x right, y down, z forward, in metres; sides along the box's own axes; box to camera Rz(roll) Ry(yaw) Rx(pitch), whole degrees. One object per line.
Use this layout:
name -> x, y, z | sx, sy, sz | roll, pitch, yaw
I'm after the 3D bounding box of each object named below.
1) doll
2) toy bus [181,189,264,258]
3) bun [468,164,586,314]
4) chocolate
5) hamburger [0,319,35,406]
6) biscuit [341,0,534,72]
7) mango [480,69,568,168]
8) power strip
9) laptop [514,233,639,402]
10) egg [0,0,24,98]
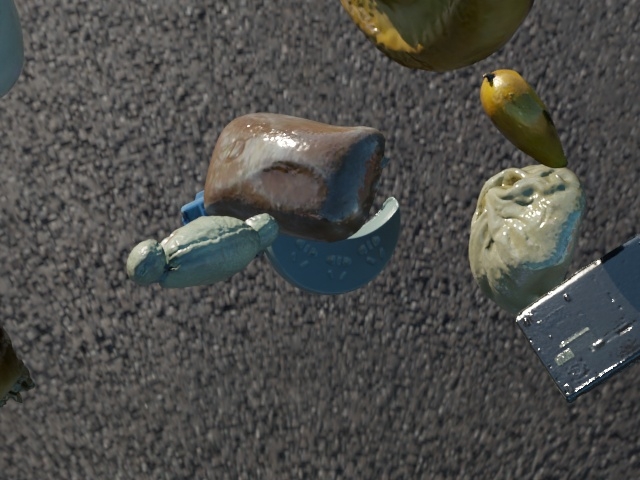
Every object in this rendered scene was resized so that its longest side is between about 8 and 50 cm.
doll -> -0.129, 0.015, 1.222 | 0.214, 0.103, 0.071 | -18, 76, -47
toy bus -> -0.107, -0.044, 1.819 | 0.234, 0.116, 0.134 | -22, 86, 22
bun -> 0.282, -0.016, 1.589 | 0.133, 0.231, 0.231 | 19, 63, -8
chocolate -> -0.049, -0.090, 1.406 | 0.261, 0.083, 0.161 | 8, 80, 36
hamburger -> -0.382, 0.074, 0.950 | 0.146, 0.243, 0.286 | -42, 110, 5
biscuit -> 0.094, -0.256, 1.003 | 0.091, 0.274, 0.213 | -25, 87, -28
mango -> 0.263, -0.153, 1.442 | 0.066, 0.187, 0.101 | -42, 38, 8
power strip -> 0.000, 0.000, 1.707 | 0.253, 0.054, 0.168 | 4, 92, -23
laptop -> 0.363, 0.094, 1.419 | 0.207, 0.026, 0.154 | -34, 53, 8
egg -> -0.316, -0.179, 0.845 | 0.151, 0.209, 0.151 | -26, 44, 29
